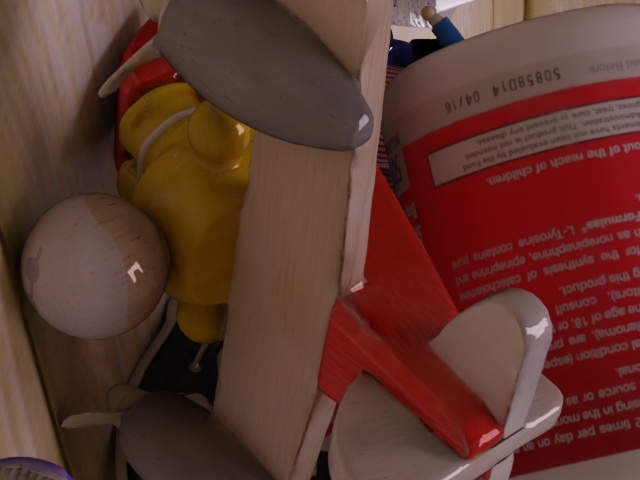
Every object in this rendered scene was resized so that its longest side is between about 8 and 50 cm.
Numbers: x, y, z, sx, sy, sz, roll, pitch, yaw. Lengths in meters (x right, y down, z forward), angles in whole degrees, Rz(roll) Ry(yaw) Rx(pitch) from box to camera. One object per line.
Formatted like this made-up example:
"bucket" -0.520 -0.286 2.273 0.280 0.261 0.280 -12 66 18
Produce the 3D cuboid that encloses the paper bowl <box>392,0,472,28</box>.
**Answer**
"paper bowl" 0.141 -0.385 2.096 0.284 0.148 0.284 7 90 -79

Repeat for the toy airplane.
"toy airplane" -0.036 0.024 1.072 0.384 0.272 0.386 171 -89 -69

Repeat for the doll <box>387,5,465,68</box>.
"doll" 0.106 -0.181 1.901 0.046 0.189 0.129 -39 134 -75

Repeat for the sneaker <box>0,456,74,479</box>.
"sneaker" -0.170 0.245 0.974 0.146 0.102 0.293 -51 150 -78

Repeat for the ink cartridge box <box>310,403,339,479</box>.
"ink cartridge box" 0.025 0.157 1.405 0.117 0.278 0.201 66 29 -44

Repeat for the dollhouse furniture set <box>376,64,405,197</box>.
"dollhouse furniture set" 0.074 -0.219 1.685 0.152 0.201 0.374 67 31 -68

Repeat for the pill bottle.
"pill bottle" 0.189 0.067 1.213 0.229 0.229 0.407 37 40 -77

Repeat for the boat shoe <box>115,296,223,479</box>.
"boat shoe" -0.084 0.113 1.341 0.254 0.079 0.095 -70 153 -53
